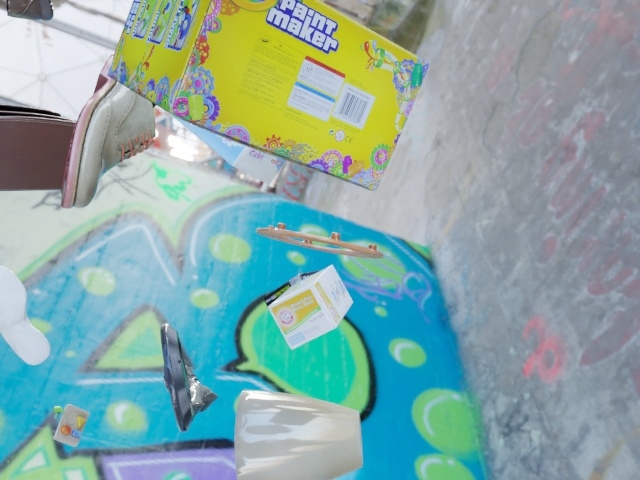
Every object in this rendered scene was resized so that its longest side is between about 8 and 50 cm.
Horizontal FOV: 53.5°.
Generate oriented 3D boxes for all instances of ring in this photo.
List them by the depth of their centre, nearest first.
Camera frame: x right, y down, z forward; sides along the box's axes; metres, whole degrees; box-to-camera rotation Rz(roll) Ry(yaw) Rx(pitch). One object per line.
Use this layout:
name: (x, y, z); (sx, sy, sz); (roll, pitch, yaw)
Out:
ring: (0.000, 0.000, 1.636); (0.336, 0.337, 0.032); (170, 112, -75)

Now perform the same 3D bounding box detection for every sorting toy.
sorting toy: (-0.437, 0.316, 1.096); (0.083, 0.012, 0.062); (52, -134, -50)

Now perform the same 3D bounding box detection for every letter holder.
letter holder: (-0.690, -0.233, 1.396); (0.214, 0.302, 0.152); (-51, 62, 34)

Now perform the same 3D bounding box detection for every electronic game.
electronic game: (-0.306, 0.287, 1.335); (0.229, 0.048, 0.229); (169, 90, -78)

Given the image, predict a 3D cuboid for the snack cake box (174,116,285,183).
snack cake box: (-0.224, -0.257, 1.573); (0.264, 0.152, 0.089); (40, 97, 31)

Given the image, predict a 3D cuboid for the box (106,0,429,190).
box: (-0.077, -0.217, 0.813); (0.279, 0.290, 0.177); (34, 104, 52)

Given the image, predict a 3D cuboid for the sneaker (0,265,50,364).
sneaker: (-0.615, 0.149, 1.248); (0.094, 0.080, 0.212); (1, 115, 45)

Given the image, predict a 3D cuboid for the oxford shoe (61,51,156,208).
oxford shoe: (-0.349, -0.187, 1.096); (0.123, 0.130, 0.348); (-46, 29, 49)

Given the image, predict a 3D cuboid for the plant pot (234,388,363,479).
plant pot: (-0.041, 0.474, 1.492); (0.256, 0.274, 0.256); (-4, -90, -87)

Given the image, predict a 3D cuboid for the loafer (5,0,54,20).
loafer: (-0.771, -0.711, 1.550); (0.134, 0.130, 0.366); (44, 149, 51)

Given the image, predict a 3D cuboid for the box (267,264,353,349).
box: (-0.017, 0.139, 1.364); (0.114, 0.103, 0.203); (-28, 2, 15)

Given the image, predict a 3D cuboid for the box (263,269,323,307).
box: (-0.072, 0.163, 2.188); (0.191, 0.184, 0.045); (-35, 76, 33)

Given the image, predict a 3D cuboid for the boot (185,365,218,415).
boot: (-0.436, 0.487, 2.030); (0.083, 0.161, 0.246); (-48, -9, 6)
